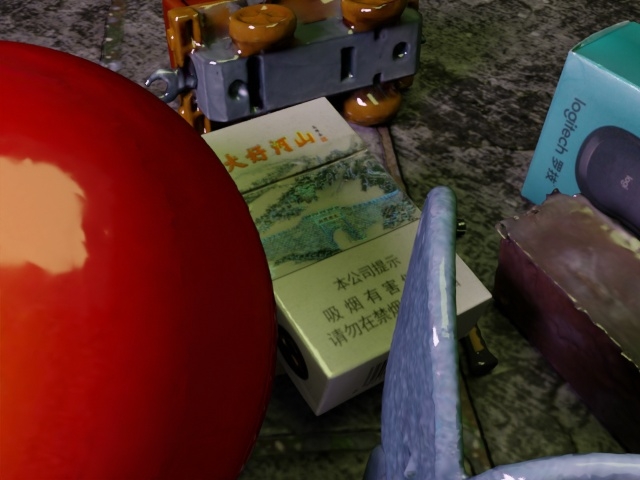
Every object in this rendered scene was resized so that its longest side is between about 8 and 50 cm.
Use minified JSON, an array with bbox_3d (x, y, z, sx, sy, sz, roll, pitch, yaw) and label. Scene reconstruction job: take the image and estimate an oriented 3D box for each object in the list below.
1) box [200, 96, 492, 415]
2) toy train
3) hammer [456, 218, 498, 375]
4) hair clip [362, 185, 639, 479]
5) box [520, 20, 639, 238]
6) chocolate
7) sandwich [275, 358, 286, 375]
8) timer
[{"bbox_3d":[0.000,0.000,0.662,0.164,0.069,0.256,-23,61,-27],"label":"box"},{"bbox_3d":[-0.049,-0.240,0.950,0.369,0.163,0.231,-18,42,-22],"label":"toy train"},{"bbox_3d":[0.130,0.050,0.771,0.078,0.021,0.201,-3,45,-8],"label":"hammer"},{"bbox_3d":[0.102,0.222,0.396,0.239,0.318,0.392,17,44,9],"label":"hair clip"},{"bbox_3d":[0.373,-0.057,0.775,0.118,0.205,0.311,-29,55,-28],"label":"box"},{"bbox_3d":[0.277,0.100,0.677,0.112,0.112,0.321,-21,52,-22],"label":"chocolate"},{"bbox_3d":[-0.120,0.015,0.731,0.251,0.087,0.226,8,47,0],"label":"sandwich"},{"bbox_3d":[-0.217,0.060,0.499,0.378,0.279,0.377,-1,82,4],"label":"timer"}]
